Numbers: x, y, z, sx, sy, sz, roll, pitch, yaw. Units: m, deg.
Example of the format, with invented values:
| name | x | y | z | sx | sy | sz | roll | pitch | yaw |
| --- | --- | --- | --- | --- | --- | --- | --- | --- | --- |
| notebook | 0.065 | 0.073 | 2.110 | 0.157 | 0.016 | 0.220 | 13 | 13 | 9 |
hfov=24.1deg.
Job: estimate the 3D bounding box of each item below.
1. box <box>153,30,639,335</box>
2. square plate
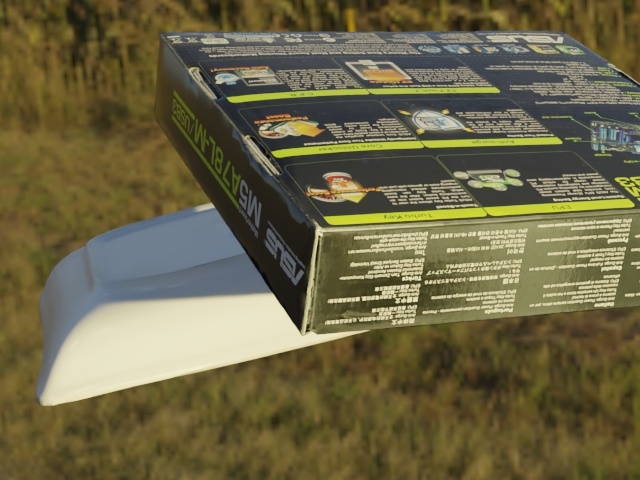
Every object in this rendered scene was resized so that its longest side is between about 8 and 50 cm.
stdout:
| name | x | y | z | sx | sy | sz | roll | pitch | yaw |
| --- | --- | --- | --- | --- | --- | --- | --- | --- | --- |
| box | 0.052 | -0.032 | 0.561 | 0.191 | 0.045 | 0.184 | -4 | 30 | -22 |
| square plate | 0.000 | 0.000 | 0.883 | 0.347 | 0.049 | 0.344 | -15 | 8 | -8 |
